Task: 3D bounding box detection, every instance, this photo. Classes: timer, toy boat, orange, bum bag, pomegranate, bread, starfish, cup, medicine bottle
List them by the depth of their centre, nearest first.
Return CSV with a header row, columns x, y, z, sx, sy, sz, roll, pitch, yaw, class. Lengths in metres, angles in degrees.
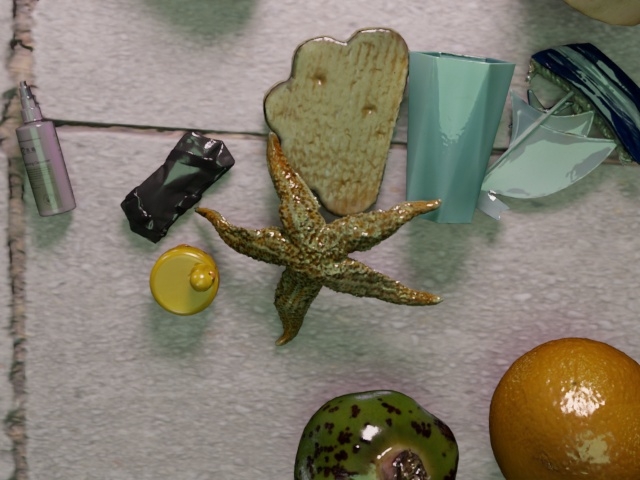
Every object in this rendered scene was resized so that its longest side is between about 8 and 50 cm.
x,y,z,sx,sy,sz,roll,pitch,yaw,class
0.183,-0.149,1.196,0.134,0.148,0.236,2,109,-18,cup
0.001,0.000,1.204,0.357,0.078,0.347,-29,100,27,starfish
0.016,-0.184,1.217,0.207,0.056,0.287,16,104,-5,bread
0.334,-0.169,1.223,0.291,0.070,0.210,-21,96,11,toy boat
-0.414,-0.137,1.224,0.057,0.058,0.199,-10,104,2,medicine bottle
0.382,0.282,1.228,0.274,0.274,0.274,0,103,-1,orange
-0.218,-0.081,1.244,0.197,0.049,0.087,-44,105,8,bum bag
0.091,0.345,1.245,0.254,0.270,0.254,4,79,-19,pomegranate
-0.204,0.062,1.246,0.107,0.109,0.107,0,103,0,timer

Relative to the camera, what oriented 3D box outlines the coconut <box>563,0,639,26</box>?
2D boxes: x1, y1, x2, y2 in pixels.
x,y,z,sx,sy,sz,roll,pitch,yaw,class
0.385,-0.421,1.061,0.328,0.329,0.329,0,103,-1,coconut
